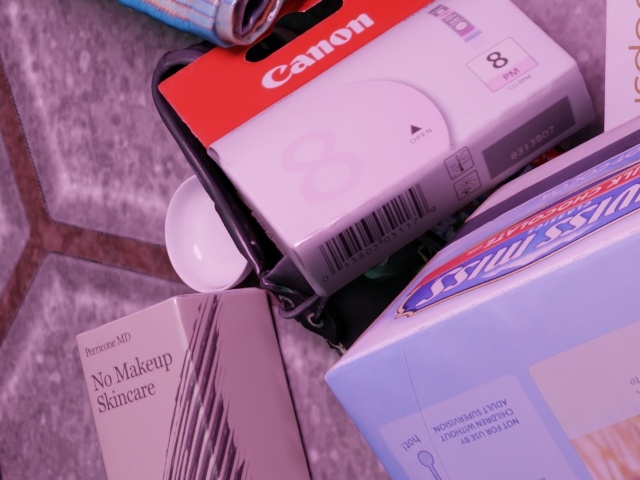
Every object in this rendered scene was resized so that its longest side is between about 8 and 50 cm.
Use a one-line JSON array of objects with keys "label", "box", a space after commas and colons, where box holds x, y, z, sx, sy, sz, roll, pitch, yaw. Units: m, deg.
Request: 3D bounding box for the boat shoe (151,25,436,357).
[{"label": "boat shoe", "box": [0.002, -0.003, 1.160, 0.127, 0.113, 0.340, -44, 65, 33]}]

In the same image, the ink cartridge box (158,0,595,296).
[{"label": "ink cartridge box", "box": [0.017, -0.095, 1.082, 0.189, 0.066, 0.232, -34, 51, -6]}]

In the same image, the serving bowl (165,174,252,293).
[{"label": "serving bowl", "box": [-0.069, -0.005, 1.277, 0.083, 0.027, 0.083, 2, 92, 40]}]

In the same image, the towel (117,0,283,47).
[{"label": "towel", "box": [-0.116, -0.300, 1.244, 0.370, 0.040, 0.271, 29, 90, 36]}]

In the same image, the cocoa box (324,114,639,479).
[{"label": "cocoa box", "box": [0.225, 0.047, 0.854, 0.347, 0.228, 0.231, -27, 99, 38]}]

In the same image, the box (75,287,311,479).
[{"label": "box", "box": [-0.070, 0.178, 1.243, 0.113, 0.094, 0.275, -23, 78, 39]}]

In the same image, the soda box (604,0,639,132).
[{"label": "soda box", "box": [0.203, -0.138, 1.012, 0.074, 0.069, 0.216, 3, 95, 40]}]

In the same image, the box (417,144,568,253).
[{"label": "box", "box": [0.068, -0.051, 1.107, 0.137, 0.094, 0.027, 37, 158, 22]}]
